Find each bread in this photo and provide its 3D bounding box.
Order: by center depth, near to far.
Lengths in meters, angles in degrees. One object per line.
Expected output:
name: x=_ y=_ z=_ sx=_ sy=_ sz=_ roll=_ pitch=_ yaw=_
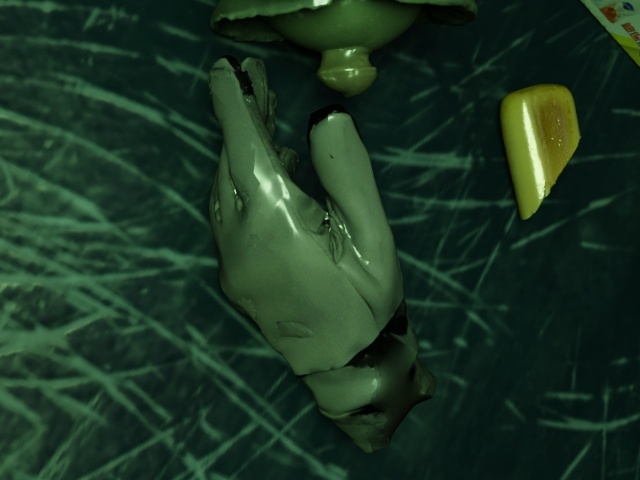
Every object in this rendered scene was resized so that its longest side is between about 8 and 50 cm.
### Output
bread: x=0.179 y=-0.073 z=0.827 sx=0.062 sy=0.049 sz=0.103 roll=-13 pitch=92 yaw=-20

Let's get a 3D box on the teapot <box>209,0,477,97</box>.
teapot: x=0.017 y=-0.233 z=0.631 sx=0.223 sy=0.305 sz=0.285 roll=-6 pitch=96 yaw=-13

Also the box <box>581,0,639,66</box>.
box: x=0.270 y=-0.285 z=0.867 sx=0.265 sy=0.097 sz=0.168 roll=43 pitch=68 yaw=-18

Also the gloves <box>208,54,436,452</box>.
gloves: x=-0.002 y=0.008 z=0.685 sx=0.119 sy=0.142 sz=0.285 roll=-33 pitch=101 yaw=-54
